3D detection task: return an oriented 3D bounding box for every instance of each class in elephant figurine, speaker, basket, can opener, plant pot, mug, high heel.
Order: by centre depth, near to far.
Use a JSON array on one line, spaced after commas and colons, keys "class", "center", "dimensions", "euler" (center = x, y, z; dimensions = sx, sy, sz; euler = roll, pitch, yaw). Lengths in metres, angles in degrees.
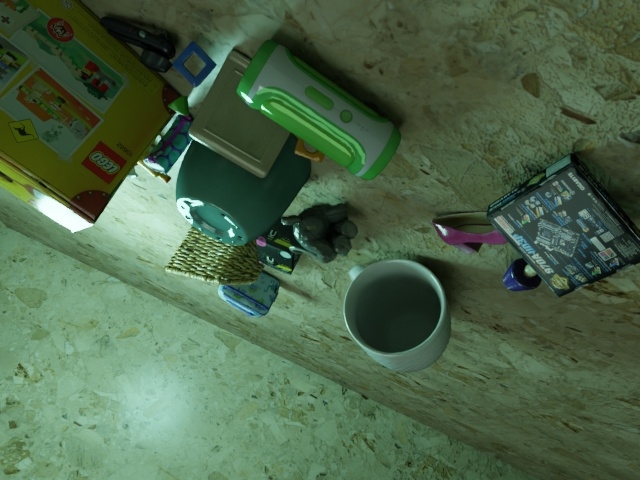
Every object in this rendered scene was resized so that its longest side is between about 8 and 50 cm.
[{"class": "speaker", "center": [0.000, -0.235, 0.860], "dimensions": [0.296, 0.131, 0.131], "euler": [32, 153, -12]}, {"class": "can opener", "center": [-0.373, -0.412, 0.945], "dimensions": [0.186, 0.073, 0.059], "euler": [31, 163, 10]}, {"class": "high heel", "center": [0.339, -0.047, 0.979], "dimensions": [0.117, 0.082, 0.244], "euler": [38, 157, -4]}, {"class": "plant pot", "center": [-0.203, -0.133, 1.104], "dimensions": [0.293, 0.235, 0.293], "euler": [21, 154, 11]}, {"class": "elephant figurine", "center": [-0.005, -0.008, 1.272], "dimensions": [0.186, 0.169, 0.239], "euler": [58, 167, -1]}, {"class": "mug", "center": [0.216, 0.215, 1.386], "dimensions": [0.374, 0.276, 0.328], "euler": [46, 175, 34]}, {"class": "basket", "center": [-0.364, 0.091, 1.675], "dimensions": [0.299, 0.223, 0.213], "euler": [8, 149, 31]}]

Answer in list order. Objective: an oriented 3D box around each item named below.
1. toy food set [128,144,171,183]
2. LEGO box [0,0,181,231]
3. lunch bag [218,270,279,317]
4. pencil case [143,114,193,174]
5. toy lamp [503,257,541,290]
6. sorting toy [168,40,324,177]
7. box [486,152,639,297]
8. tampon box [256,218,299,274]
[{"class": "toy food set", "center": [-0.521, -0.221, 1.362], "dimensions": [0.232, 0.111, 0.104], "euler": [-4, 141, 41]}, {"class": "LEGO box", "center": [-0.604, -0.316, 0.967], "dimensions": [0.193, 0.373, 0.500], "euler": [-7, 139, 48]}, {"class": "lunch bag", "center": [-0.283, 0.196, 1.846], "dimensions": [0.219, 0.176, 0.090], "euler": [33, 153, -13]}, {"class": "pencil case", "center": [-0.368, -0.238, 1.151], "dimensions": [0.064, 0.152, 0.070], "euler": [30, 164, 0]}, {"class": "toy lamp", "center": [0.486, 0.045, 0.998], "dimensions": [0.080, 0.080, 0.275], "euler": [25, 155, 1]}, {"class": "sorting toy", "center": [-0.145, -0.253, 0.951], "dimensions": [0.347, 0.196, 0.047], "euler": [30, -165, -8]}, {"class": "box", "center": [0.440, -0.019, 0.833], "dimensions": [0.220, 0.051, 0.175], "euler": [45, 130, -7]}, {"class": "tampon box", "center": [-0.124, 0.017, 1.458], "dimensions": [0.120, 0.101, 0.161], "euler": [22, 153, 7]}]
